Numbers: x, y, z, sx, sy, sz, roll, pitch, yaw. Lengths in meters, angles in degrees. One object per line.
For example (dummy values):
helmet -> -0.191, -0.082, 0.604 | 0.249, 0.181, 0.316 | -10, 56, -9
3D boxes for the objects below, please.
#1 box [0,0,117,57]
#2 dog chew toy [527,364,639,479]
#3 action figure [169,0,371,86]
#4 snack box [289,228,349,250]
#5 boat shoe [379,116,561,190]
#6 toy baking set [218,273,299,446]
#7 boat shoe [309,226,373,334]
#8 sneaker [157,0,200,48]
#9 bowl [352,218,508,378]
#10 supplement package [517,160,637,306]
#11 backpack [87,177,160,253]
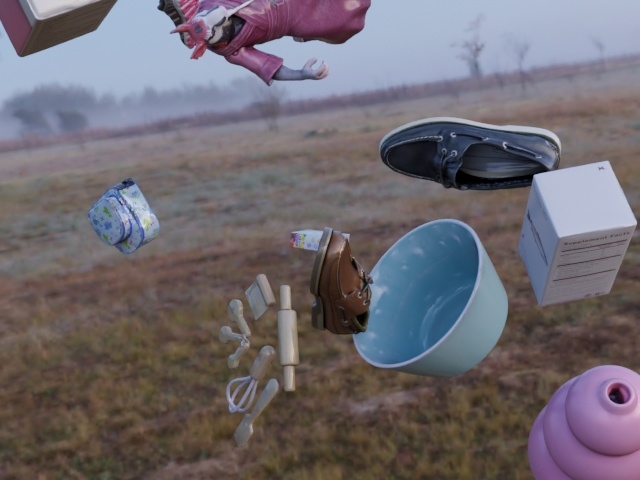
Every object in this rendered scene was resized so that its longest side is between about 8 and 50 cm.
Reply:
box -> -0.425, -0.397, 1.506 | 0.149, 0.126, 0.232 | -27, 7, -24
dog chew toy -> 0.427, 0.296, 1.440 | 0.207, 0.206, 0.331 | -10, -31, 1
action figure -> -0.092, -0.379, 1.491 | 0.370, 0.248, 0.276 | -27, 27, -32
snack box -> 0.000, 0.000, 2.091 | 0.100, 0.037, 0.141 | 7, 6, 15
boat shoe -> 0.274, -0.145, 1.770 | 0.340, 0.127, 0.113 | 6, 41, 8
toy baking set -> -0.095, 0.186, 1.487 | 0.030, 0.256, 0.197 | 7, -23, -36
boat shoe -> 0.044, 0.074, 1.655 | 0.105, 0.110, 0.307 | 15, -24, 9
sneaker -> -0.256, -0.421, 1.734 | 0.063, 0.075, 0.170 | -51, -19, -17
bowl -> 0.224, 0.133, 1.764 | 0.163, 0.311, 0.312 | 37, -23, -29
supplement package -> 0.336, -0.005, 1.262 | 0.105, 0.105, 0.179 | -10, -34, -3
backpack -> -0.351, -0.035, 1.685 | 0.105, 0.114, 0.084 | -32, 4, 44
